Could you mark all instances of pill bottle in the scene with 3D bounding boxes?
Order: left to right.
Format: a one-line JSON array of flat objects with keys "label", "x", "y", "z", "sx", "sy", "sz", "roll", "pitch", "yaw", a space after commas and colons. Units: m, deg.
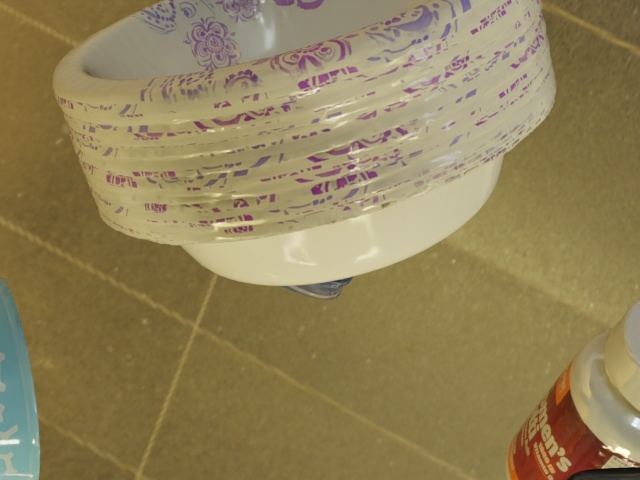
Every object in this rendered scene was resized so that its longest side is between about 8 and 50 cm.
[{"label": "pill bottle", "x": 0.242, "y": 0.146, "z": 0.931, "sx": 0.121, "sy": 0.121, "sz": 0.221, "roll": 28, "pitch": 139, "yaw": 6}]

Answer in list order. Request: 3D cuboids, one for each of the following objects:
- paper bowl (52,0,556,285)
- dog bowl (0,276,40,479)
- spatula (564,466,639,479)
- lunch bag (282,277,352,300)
[{"label": "paper bowl", "x": -0.003, "y": -0.077, "z": 0.692, "sx": 0.284, "sy": 0.284, "sz": 0.148, "roll": -4, "pitch": 117, "yaw": 25}, {"label": "dog bowl", "x": -0.294, "y": 0.111, "z": 0.917, "sx": 0.297, "sy": 0.074, "sz": 0.165, "roll": 3, "pitch": 101, "yaw": 64}, {"label": "spatula", "x": 0.292, "y": 0.184, "z": 0.847, "sx": 0.297, "sy": 0.030, "sz": 0.084, "roll": 7, "pitch": 110, "yaw": -25}, {"label": "lunch bag", "x": 0.000, "y": 0.000, "z": 1.025, "sx": 0.067, "sy": 0.098, "sz": 0.065, "roll": 18, "pitch": 158, "yaw": -7}]
